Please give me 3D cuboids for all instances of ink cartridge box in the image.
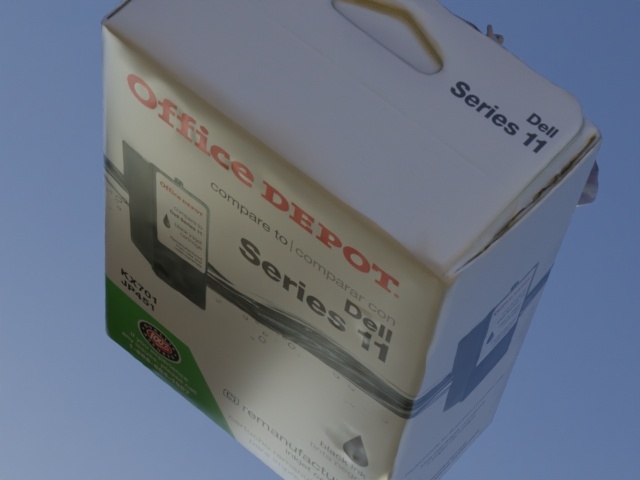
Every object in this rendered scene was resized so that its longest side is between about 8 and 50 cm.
[{"bbox_3d":[0.000,0.000,0.633,0.153,0.087,0.208,37,-30,18],"label":"ink cartridge box"}]

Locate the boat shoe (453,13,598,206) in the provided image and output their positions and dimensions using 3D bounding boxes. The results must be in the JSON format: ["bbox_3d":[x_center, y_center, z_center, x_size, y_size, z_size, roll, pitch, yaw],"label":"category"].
[{"bbox_3d":[0.092,-0.092,1.147,0.123,0.324,0.116,8,-94,38],"label":"boat shoe"}]
